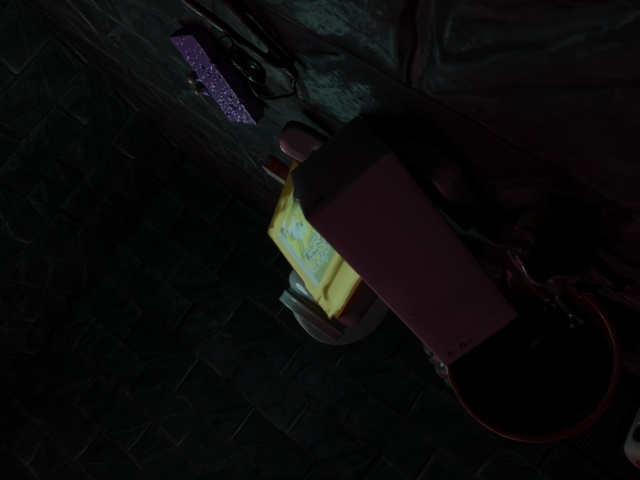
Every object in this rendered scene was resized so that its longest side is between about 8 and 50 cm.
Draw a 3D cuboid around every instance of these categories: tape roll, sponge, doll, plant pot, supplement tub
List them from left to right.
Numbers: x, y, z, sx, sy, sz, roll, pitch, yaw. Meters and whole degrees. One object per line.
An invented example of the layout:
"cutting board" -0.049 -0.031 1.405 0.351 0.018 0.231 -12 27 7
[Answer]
"sponge" -0.203 -0.322 1.022 0.117 0.031 0.210 24 158 49
"doll" -0.201 -0.319 1.151 0.189 0.046 0.129 28 163 20
"tape roll" 0.080 0.187 1.881 0.392 0.392 0.072 39 175 -24
"supplement tub" 0.063 0.092 1.463 0.241 0.331 0.241 37 175 4
"plant pot" 0.404 0.222 0.928 0.272 0.272 0.265 32 -179 41

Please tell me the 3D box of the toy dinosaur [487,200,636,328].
"toy dinosaur" 0.297 0.021 0.689 0.160 0.121 0.313 53 -172 3

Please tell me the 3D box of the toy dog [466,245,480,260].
"toy dog" 0.212 0.066 1.124 0.161 0.220 0.333 15 166 -3

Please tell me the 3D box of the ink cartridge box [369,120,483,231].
"ink cartridge box" 0.162 -0.107 0.785 0.145 0.045 0.179 42 -169 -51

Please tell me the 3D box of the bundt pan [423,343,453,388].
"bundt pan" 0.467 0.389 1.767 0.331 0.124 0.330 38 -155 -22

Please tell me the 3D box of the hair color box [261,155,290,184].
"hair color box" -0.110 -0.201 1.606 0.141 0.043 0.072 35 174 12

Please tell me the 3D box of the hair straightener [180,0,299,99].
"hair straightener" -0.122 -0.283 0.751 0.230 0.089 0.047 37 -167 -34

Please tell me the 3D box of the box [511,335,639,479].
"box" 0.581 0.375 1.221 0.396 0.212 0.293 36 175 1

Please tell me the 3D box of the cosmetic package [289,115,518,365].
"cosmetic package" 0.128 0.005 0.818 0.365 0.155 0.197 47 -170 -28

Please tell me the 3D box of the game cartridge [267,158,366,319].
"game cartridge" 0.000 0.000 1.253 0.323 0.053 0.285 53 140 27

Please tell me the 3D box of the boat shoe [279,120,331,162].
"boat shoe" 0.022 -0.161 1.007 0.219 0.078 0.070 35 -150 -15

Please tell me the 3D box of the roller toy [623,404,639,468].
"roller toy" 0.676 0.372 0.939 0.191 0.146 0.209 23 162 32
